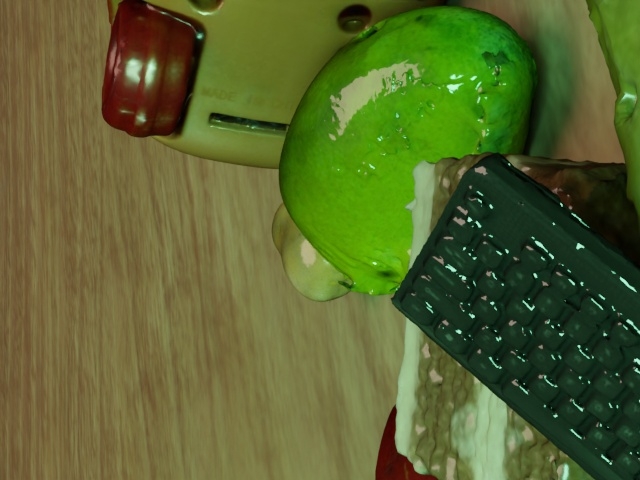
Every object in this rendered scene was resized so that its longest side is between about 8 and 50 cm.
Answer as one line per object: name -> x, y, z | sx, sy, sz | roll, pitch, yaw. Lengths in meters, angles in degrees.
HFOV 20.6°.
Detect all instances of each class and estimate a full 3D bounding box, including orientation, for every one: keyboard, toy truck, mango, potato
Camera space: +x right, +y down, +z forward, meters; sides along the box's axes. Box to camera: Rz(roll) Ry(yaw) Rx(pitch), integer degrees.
keyboard -> 0.127, 0.075, 0.489 | 0.250, 0.017, 0.087 | 41, 145, 9
toy truck -> -0.029, -0.173, 1.007 | 0.239, 0.189, 0.265 | -97, 19, -51
mango -> 0.047, -0.050, 0.882 | 0.100, 0.119, 0.178 | -42, -5, -43
potato -> 0.000, 0.000, 1.063 | 0.083, 0.062, 0.068 | 29, 85, 45

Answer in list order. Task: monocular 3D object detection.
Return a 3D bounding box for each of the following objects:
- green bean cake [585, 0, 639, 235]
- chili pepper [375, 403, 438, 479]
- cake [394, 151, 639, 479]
green bean cake -> 0.171, -0.114, 0.488 | 0.236, 0.124, 0.233 | 119, 148, -52
chili pepper -> 0.050, 0.259, 0.858 | 0.137, 0.092, 0.368 | 94, -175, -83
cake -> 0.107, 0.037, 0.626 | 0.147, 0.135, 0.134 | 173, 101, -66
